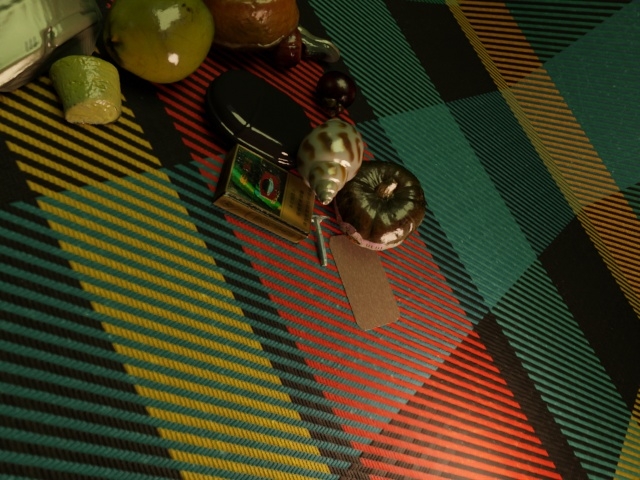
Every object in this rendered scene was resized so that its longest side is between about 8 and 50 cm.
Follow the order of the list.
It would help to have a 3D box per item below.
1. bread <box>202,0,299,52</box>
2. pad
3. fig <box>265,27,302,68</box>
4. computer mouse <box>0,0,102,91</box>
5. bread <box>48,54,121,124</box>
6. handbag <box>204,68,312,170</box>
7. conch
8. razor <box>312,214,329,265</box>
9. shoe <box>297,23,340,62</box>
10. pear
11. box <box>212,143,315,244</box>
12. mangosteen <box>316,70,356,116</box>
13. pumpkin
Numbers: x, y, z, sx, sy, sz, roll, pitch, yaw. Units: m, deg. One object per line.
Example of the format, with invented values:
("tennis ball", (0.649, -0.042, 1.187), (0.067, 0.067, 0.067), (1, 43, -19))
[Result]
("bread", (-0.204, -0.637, 1.245), (0.311, 0.172, 0.313), (4, 62, -7))
("pad", (0.122, 0.104, 1.275), (0.176, 0.002, 0.266), (-6, 71, -42))
("fig", (-0.115, -0.567, 1.374), (0.150, 0.128, 0.129), (-30, 87, -21))
("computer mouse", (-0.582, -0.430, 0.880), (0.228, 0.145, 0.429), (44, 46, -16))
("bread", (-0.464, -0.304, 0.940), (0.129, 0.111, 0.115), (-11, 82, -38))
("handbag", (-0.149, -0.314, 1.205), (0.307, 0.093, 0.254), (27, 48, -27))
("conch", (0.026, -0.199, 1.160), (0.148, 0.183, 0.275), (19, 56, 22))
("razor", (0.000, 0.000, 1.210), (0.068, 0.040, 0.135), (1, 71, -39))
("shoe", (-0.026, -0.615, 1.509), (0.194, 0.074, 0.077), (20, 67, -28))
("pear", (-0.353, -0.467, 1.049), (0.269, 0.212, 0.212), (-38, 93, -39))
("box", (-0.128, -0.108, 1.134), (0.240, 0.071, 0.160), (26, 54, -28))
("mangosteen", (0.046, -0.447, 1.445), (0.140, 0.140, 0.140), (20, 55, -31))
("pumpkin", (0.161, -0.108, 1.262), (0.260, 0.189, 0.261), (3, 69, -8))
